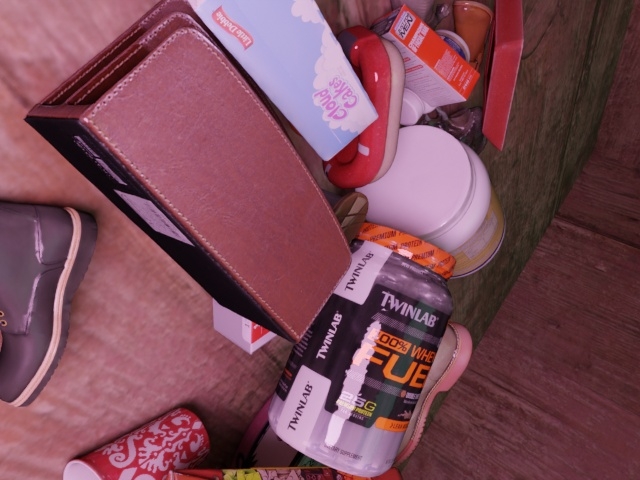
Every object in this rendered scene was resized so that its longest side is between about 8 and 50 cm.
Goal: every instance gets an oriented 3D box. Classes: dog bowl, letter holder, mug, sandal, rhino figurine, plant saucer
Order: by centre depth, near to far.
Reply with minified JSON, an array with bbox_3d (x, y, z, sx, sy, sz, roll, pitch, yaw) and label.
[{"bbox_3d":[-0.084,-0.078,0.516,0.214,0.152,0.302,-53,131,-20],"label":"letter holder"},{"bbox_3d":[-0.262,0.319,0.710,0.169,0.150,0.113,-20,93,-55],"label":"mug"},{"bbox_3d":[0.000,0.000,0.721,0.072,0.049,0.180,18,112,-53],"label":"sandal"},{"bbox_3d":[0.138,-0.410,0.755,0.106,0.073,0.243,-57,148,-16],"label":"rhino figurine"},{"bbox_3d":[0.369,-0.364,1.028,0.259,0.048,0.258,76,24,-52],"label":"plant saucer"},{"bbox_3d":[-0.031,0.465,1.105,0.408,0.150,0.407,-37,142,-36],"label":"dog bowl"}]

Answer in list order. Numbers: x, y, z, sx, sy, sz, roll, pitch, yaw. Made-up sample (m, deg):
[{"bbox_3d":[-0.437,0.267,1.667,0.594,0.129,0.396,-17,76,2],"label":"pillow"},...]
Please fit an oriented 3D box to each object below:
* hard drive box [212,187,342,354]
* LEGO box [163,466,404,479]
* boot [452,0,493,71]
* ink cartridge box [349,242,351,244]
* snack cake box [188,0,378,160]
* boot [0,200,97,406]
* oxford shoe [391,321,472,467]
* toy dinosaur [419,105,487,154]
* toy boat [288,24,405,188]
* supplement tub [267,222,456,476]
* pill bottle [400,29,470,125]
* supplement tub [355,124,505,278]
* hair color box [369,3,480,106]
[{"bbox_3d":[-0.056,0.038,0.791,0.232,0.089,0.181,-29,135,-43],"label":"hard drive box"},{"bbox_3d":[-0.120,0.551,0.724,0.373,0.193,0.500,15,121,-31],"label":"LEGO box"},{"bbox_3d":[0.291,-0.377,1.005,0.197,0.073,0.152,9,101,-62],"label":"boot"},{"bbox_3d":[0.046,0.018,0.990,0.048,0.028,0.083,-45,146,-28],"label":"ink cartridge box"},{"bbox_3d":[-0.048,-0.215,0.524,0.089,0.152,0.264,-39,151,8],"label":"snack cake box"},{"bbox_3d":[-0.304,0.053,0.453,0.137,0.077,0.197,19,84,-55],"label":"boot"},{"bbox_3d":[0.142,0.318,1.021,0.147,0.140,0.396,21,103,-26],"label":"oxford shoe"},{"bbox_3d":[0.344,-0.245,1.154,0.314,0.121,0.160,-24,138,-44],"label":"toy dinosaur"},{"bbox_3d":[0.026,-0.183,0.726,0.151,0.151,0.231,-12,128,-17],"label":"toy boat"},{"bbox_3d":[0.071,0.157,0.769,0.207,0.207,0.337,30,81,-60],"label":"supplement tub"},{"bbox_3d":[0.189,-0.291,0.903,0.169,0.094,0.094,-52,148,-17],"label":"pill bottle"},{"bbox_3d":[0.224,-0.064,0.989,0.241,0.241,0.331,-63,150,-1],"label":"supplement tub"},{"bbox_3d":[0.156,-0.283,0.783,0.167,0.093,0.053,30,85,-24],"label":"hair color box"}]
